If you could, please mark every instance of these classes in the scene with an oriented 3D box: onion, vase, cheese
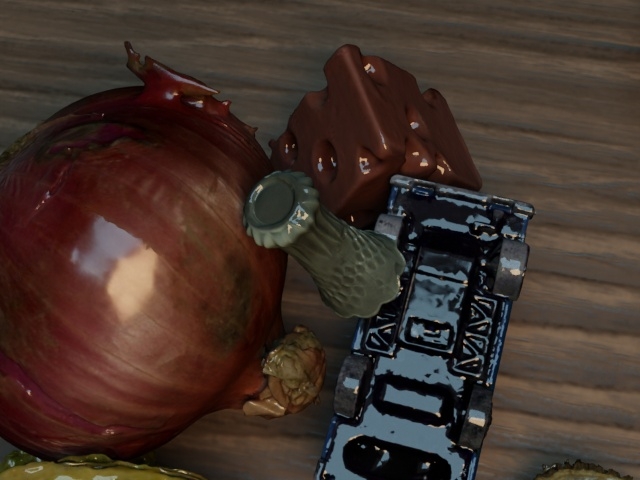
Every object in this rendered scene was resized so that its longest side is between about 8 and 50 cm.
[{"bbox_3d":[-0.171,0.018,0.861,0.353,0.354,0.354,-1,70,3],"label":"onion"},{"bbox_3d":[0.000,0.000,0.777,0.081,0.148,0.081,-14,60,25],"label":"vase"},{"bbox_3d":[0.070,-0.095,0.986,0.177,0.203,0.128,-9,65,-30],"label":"cheese"}]

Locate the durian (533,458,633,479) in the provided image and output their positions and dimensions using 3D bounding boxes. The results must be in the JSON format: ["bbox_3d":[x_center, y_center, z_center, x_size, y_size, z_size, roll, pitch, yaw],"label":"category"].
[{"bbox_3d":[0.245,0.279,0.871,0.148,0.091,0.188,-31,74,6],"label":"durian"}]

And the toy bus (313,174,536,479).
[{"bbox_3d":[0.094,0.106,0.894,0.138,0.175,0.288,13,72,9],"label":"toy bus"}]

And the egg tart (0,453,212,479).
[{"bbox_3d":[-0.192,0.302,0.814,0.345,0.132,0.345,-5,113,-13],"label":"egg tart"}]

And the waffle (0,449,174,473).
[{"bbox_3d":[-0.231,0.254,0.930,0.194,0.051,0.149,3,67,4],"label":"waffle"}]
